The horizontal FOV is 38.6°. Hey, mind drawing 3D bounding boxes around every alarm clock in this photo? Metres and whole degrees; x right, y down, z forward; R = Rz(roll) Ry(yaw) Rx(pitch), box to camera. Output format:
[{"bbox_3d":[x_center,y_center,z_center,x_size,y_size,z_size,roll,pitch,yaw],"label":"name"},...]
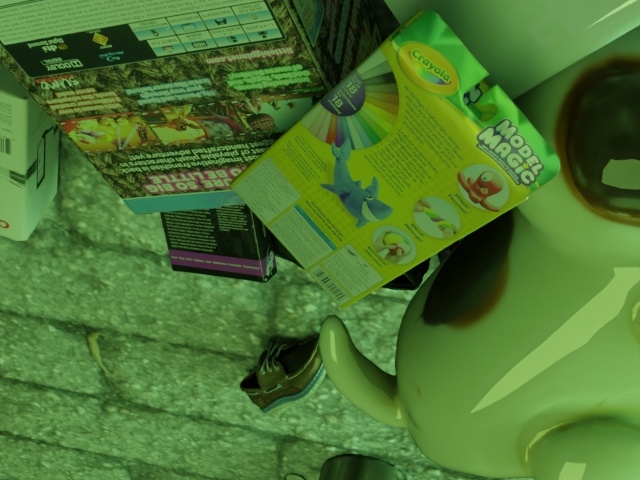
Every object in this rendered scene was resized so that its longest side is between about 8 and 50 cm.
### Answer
[{"bbox_3d":[0.039,0.359,1.295,0.192,0.064,0.129,10,137,12],"label":"alarm clock"}]

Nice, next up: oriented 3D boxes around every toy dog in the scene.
[{"bbox_3d":[0.215,0.002,0.732,0.395,0.285,0.408,12,127,5],"label":"toy dog"}]

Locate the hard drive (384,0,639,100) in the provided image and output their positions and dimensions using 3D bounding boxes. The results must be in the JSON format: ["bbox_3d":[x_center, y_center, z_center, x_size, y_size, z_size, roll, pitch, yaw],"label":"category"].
[{"bbox_3d":[0.150,-0.226,0.495,0.318,0.040,0.210,-29,100,42],"label":"hard drive"}]

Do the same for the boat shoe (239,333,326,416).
[{"bbox_3d":[-0.045,0.160,1.108,0.066,0.066,0.183,30,136,-12],"label":"boat shoe"}]

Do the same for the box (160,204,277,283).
[{"bbox_3d":[-0.108,-0.040,0.899,0.116,0.029,0.162,7,120,28],"label":"box"}]

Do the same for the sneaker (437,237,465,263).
[{"bbox_3d":[0.135,0.000,0.883,0.068,0.071,0.170,-15,128,29],"label":"sneaker"}]

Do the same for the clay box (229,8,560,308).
[{"bbox_3d":[0.048,-0.051,0.605,0.127,0.053,0.222,48,135,-7],"label":"clay box"}]

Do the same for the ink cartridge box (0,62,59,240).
[{"bbox_3d":[-0.343,-0.112,0.906,0.148,0.086,0.203,20,138,-2],"label":"ink cartridge box"}]

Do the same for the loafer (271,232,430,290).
[{"bbox_3d":[0.000,0.000,0.919,0.223,0.078,0.076,12,138,7],"label":"loafer"}]

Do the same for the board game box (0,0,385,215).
[{"bbox_3d":[-0.096,-0.163,0.692,0.232,0.141,0.291,-4,146,20],"label":"board game box"}]
